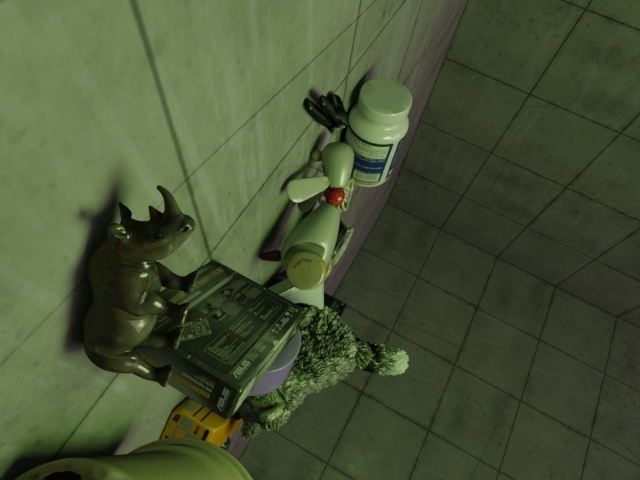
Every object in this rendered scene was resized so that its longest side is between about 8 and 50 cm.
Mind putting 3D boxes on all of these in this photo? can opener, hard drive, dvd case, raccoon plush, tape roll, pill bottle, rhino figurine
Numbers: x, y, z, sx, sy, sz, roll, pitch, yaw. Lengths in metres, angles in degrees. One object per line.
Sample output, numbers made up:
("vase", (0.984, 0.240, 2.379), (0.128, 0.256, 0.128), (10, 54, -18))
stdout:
("can opener", (0.010, -0.247, 0.873), (0.059, 0.073, 0.186), (-24, 180, 20))
("hard drive", (-0.079, 0.236, 1.264), (0.203, 0.040, 0.307), (-24, 132, -28))
("dvd case", (0.000, 0.000, 1.194), (0.164, 0.018, 0.221), (-59, -154, 14))
("raccoon plush", (0.014, 0.335, 1.059), (0.216, 0.447, 0.299), (107, -6, -49))
("tape roll", (-0.140, 0.212, 0.917), (0.189, 0.189, 0.080), (-50, 165, -53))
("pill bottle", (0.139, -0.271, 1.158), (0.153, 0.153, 0.264), (-57, 170, -30))
("rhino figurine", (-0.188, 0.050, 0.470), (0.073, 0.107, 0.243), (-97, -155, -58))

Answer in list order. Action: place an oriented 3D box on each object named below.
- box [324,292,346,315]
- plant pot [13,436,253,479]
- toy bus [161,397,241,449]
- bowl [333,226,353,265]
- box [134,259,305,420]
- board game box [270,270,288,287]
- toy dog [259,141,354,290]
("box", (-0.025, 0.351, 1.967), (0.103, 0.184, 0.261), (-44, 160, -56))
("plant pot", (-0.258, 0.411, 0.570), (0.333, 0.334, 0.305), (-58, 159, -24))
("toy bus", (-0.239, 0.408, 1.123), (0.108, 0.130, 0.333), (-65, 170, 13))
("bowl", (0.054, 0.008, 1.730), (0.170, 0.080, 0.170), (-60, 170, -17))
("box", (-0.146, 0.127, 0.656), (0.056, 0.183, 0.231), (-67, 170, 23))
("board game box", (-0.099, 0.195, 1.438), (0.233, 0.078, 0.347), (-64, 170, 14))
("toy dog", (-0.034, -0.051, 1.002), (0.220, 0.161, 0.333), (84, 20, -69))
